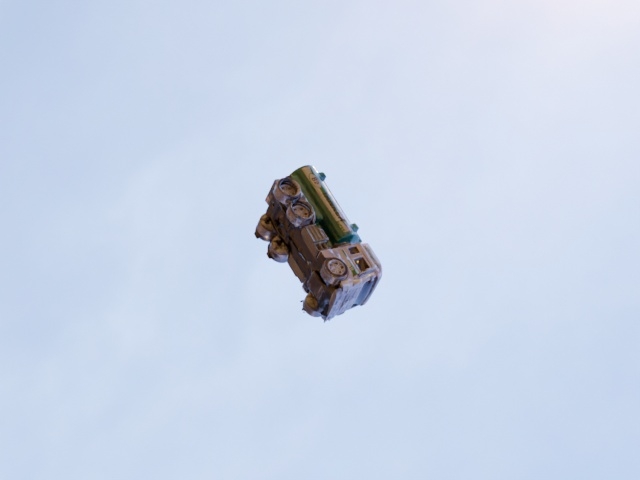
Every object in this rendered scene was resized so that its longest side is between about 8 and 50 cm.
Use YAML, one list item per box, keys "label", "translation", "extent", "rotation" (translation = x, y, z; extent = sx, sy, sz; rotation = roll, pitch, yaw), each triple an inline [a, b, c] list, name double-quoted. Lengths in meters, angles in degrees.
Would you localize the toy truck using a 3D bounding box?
- label: "toy truck"
  translation: [0.000, 0.000, 0.772]
  extent: [0.083, 0.044, 0.039]
  rotation: [58, -37, 27]
